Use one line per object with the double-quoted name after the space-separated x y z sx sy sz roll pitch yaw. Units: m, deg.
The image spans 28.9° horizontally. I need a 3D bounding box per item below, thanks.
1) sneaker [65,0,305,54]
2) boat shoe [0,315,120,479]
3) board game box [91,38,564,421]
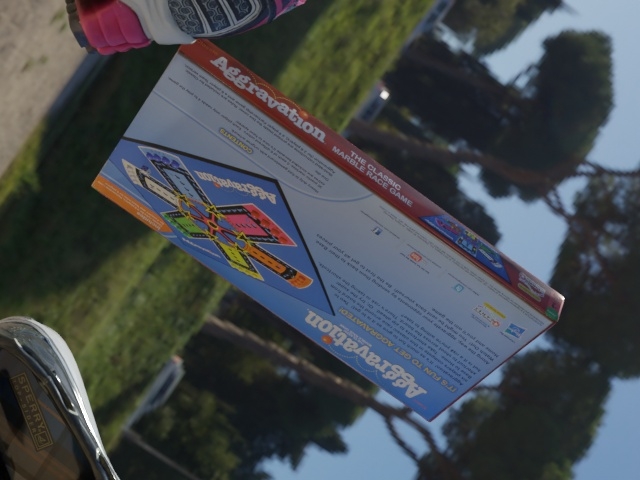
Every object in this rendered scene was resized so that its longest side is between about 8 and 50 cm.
-0.066 -0.228 0.489 0.121 0.112 0.299 -111 -166 -63 "sneaker"
-0.088 0.093 0.430 0.049 0.142 0.040 -27 175 5 "boat shoe"
0.000 0.000 0.794 0.145 0.281 0.027 -48 -170 43 "board game box"
